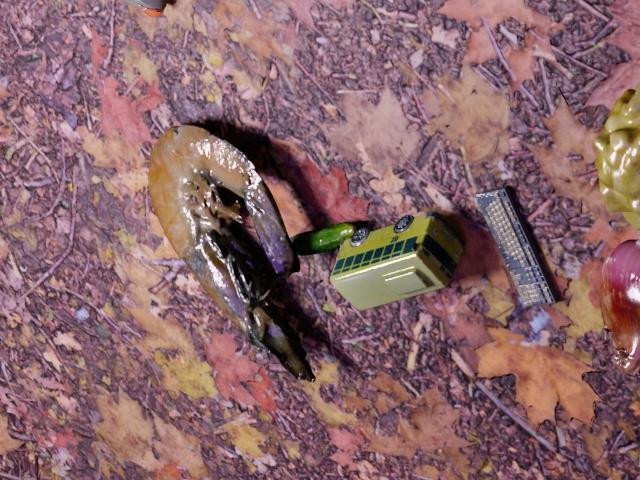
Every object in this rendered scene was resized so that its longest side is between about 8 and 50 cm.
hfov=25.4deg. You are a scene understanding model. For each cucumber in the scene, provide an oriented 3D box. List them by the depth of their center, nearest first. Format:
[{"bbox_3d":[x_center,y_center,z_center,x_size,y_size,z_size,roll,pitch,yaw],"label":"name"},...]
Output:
[{"bbox_3d":[0.000,0.000,2.094,0.168,0.039,0.039,-15,107,45],"label":"cucumber"}]

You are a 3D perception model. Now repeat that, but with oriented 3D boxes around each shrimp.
[{"bbox_3d":[-0.111,0.019,2.147,0.272,0.085,0.445,-29,92,51],"label":"shrimp"}]

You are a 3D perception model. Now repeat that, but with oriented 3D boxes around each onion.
[{"bbox_3d":[0.426,0.104,1.733,0.230,0.163,0.230,34,150,23],"label":"onion"}]

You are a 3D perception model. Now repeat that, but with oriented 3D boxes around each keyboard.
[{"bbox_3d":[0.266,0.010,1.920,0.055,0.014,0.176,-12,109,44],"label":"keyboard"}]

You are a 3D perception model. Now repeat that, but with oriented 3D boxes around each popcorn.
[{"bbox_3d":[0.429,-0.095,1.611,0.216,0.181,0.235,16,131,26],"label":"popcorn"}]

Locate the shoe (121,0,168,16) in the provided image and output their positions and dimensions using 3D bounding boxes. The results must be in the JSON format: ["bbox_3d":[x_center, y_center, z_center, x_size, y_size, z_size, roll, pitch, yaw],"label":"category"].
[{"bbox_3d":[-0.297,-0.386,2.052,0.194,0.074,0.077,28,136,17],"label":"shoe"}]

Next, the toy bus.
[{"bbox_3d":[0.107,0.031,1.978,0.175,0.101,0.088,-18,128,40],"label":"toy bus"}]
